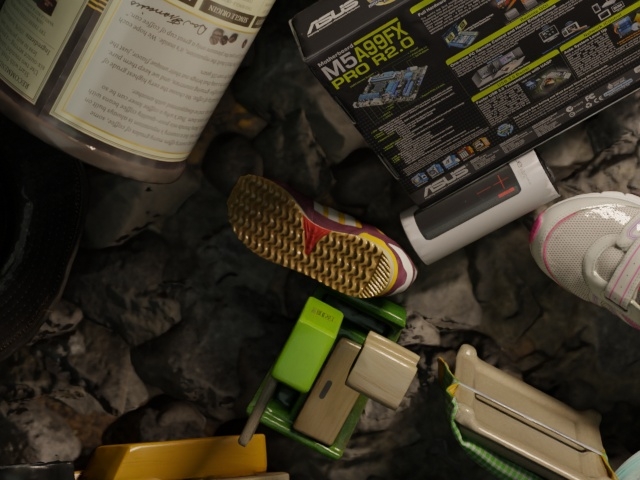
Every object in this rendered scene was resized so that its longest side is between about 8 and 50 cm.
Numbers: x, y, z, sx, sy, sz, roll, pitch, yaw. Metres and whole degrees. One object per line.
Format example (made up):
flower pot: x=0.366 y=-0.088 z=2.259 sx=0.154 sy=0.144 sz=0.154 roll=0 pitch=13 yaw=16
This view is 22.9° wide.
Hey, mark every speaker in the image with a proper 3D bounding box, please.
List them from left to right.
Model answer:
speaker: x=0.141 y=-0.032 z=1.396 sx=0.136 sy=0.055 sz=0.055 roll=-28 pitch=99 yaw=13

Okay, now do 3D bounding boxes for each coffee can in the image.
coffee can: x=-0.140 y=-0.214 z=1.306 sx=0.201 sy=0.201 sz=0.275 roll=31 pitch=105 yaw=-2

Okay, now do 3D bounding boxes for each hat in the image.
hat: x=-0.376 y=-0.036 z=1.371 sx=0.331 sy=0.134 sz=0.331 roll=0 pitch=88 yaw=13

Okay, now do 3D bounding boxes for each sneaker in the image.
sneaker: x=0.000 y=0.000 z=1.418 sx=0.185 sy=0.084 sz=0.069 roll=32 pitch=102 yaw=25
sneaker: x=0.302 y=0.036 z=1.364 sx=0.252 sy=0.111 sz=0.103 roll=20 pitch=105 yaw=1

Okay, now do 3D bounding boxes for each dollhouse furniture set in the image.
dollhouse furniture set: x=0.090 y=0.177 z=1.380 sx=0.301 sy=0.197 sz=0.151 roll=27 pitch=104 yaw=0

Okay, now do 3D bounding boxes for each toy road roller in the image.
toy road roller: x=-0.205 y=0.290 z=1.457 sx=0.329 sy=0.240 sz=0.202 roll=-1 pitch=84 yaw=-28

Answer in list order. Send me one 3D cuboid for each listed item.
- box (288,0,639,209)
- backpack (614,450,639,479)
box: x=0.144 y=-0.165 z=1.302 sx=0.270 sy=0.060 sz=0.216 roll=-30 pitch=134 yaw=13
backpack: x=0.338 y=0.288 z=1.371 sx=0.253 sy=0.191 sz=0.225 roll=24 pitch=108 yaw=-24
